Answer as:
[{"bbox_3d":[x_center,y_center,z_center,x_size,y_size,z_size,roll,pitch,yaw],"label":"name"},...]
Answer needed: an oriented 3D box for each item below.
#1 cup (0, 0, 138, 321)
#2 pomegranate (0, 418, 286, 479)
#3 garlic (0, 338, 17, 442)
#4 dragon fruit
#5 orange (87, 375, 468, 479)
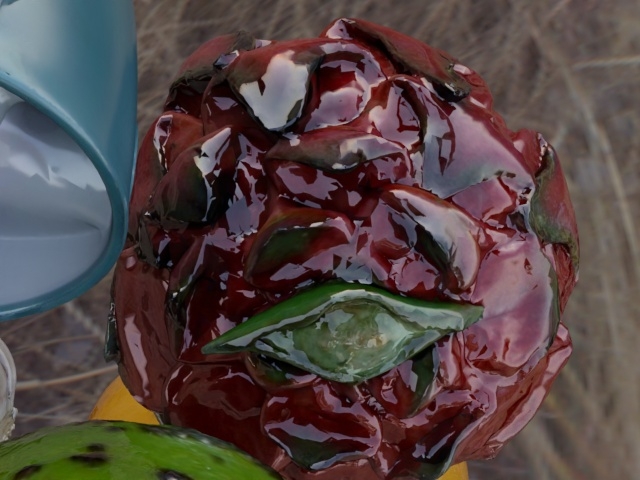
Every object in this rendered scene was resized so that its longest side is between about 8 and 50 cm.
[{"bbox_3d":[-0.142,-0.082,0.702,0.167,0.299,0.173,22,48,-21],"label":"cup"},{"bbox_3d":[-0.101,0.150,0.668,0.286,0.231,0.231,47,66,-42],"label":"pomegranate"},{"bbox_3d":[-0.373,0.126,1.796,0.194,0.127,0.131,33,49,14],"label":"garlic"},{"bbox_3d":[0.000,0.000,0.889,0.234,0.293,0.233,-6,111,-15],"label":"dragon fruit"},{"bbox_3d":[-0.037,0.199,1.472,0.312,0.312,0.312,3,82,-22],"label":"orange"}]
